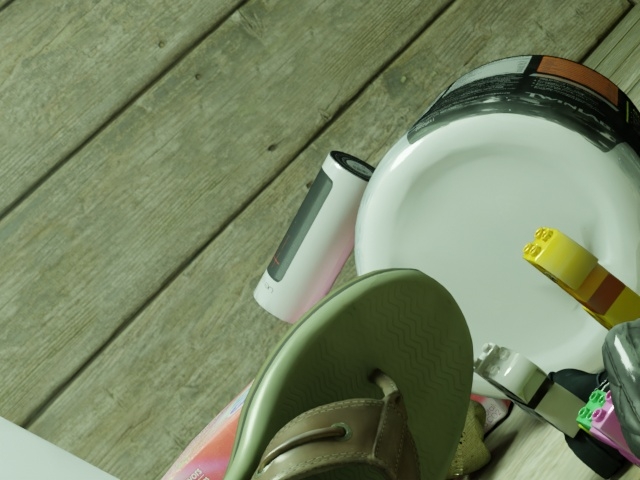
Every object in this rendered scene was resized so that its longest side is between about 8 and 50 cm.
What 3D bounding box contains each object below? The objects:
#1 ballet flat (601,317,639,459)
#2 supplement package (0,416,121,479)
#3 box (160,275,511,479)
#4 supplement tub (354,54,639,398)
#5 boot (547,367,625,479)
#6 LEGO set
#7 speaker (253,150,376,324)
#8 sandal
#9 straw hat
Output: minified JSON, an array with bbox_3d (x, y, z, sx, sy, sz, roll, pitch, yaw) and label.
[{"bbox_3d":[0.153,0.049,0.416,0.173,0.049,0.057,9,-40,-45],"label":"ballet flat"},{"bbox_3d":[-0.216,0.302,0.890,0.198,0.199,0.262,-47,-23,-52],"label":"supplement package"},{"bbox_3d":[0.010,0.158,1.099,0.300,0.154,0.142,-45,1,22],"label":"box"},{"bbox_3d":[0.154,-0.029,0.996,0.207,0.207,0.338,-46,0,20],"label":"supplement tub"},{"bbox_3d":[0.174,0.072,0.722,0.099,0.045,0.121,-48,8,10],"label":"boot"},{"bbox_3d":[0.132,0.047,0.618,0.087,0.093,0.227,-53,12,-5],"label":"LEGO set"},{"bbox_3d":[0.000,0.000,1.040,0.136,0.055,0.055,-61,-4,18],"label":"speaker"},{"bbox_3d":[-0.002,0.139,0.620,0.086,0.120,0.302,-17,31,52],"label":"sandal"},{"bbox_3d":[0.089,0.140,0.929,0.061,0.144,0.144,-5,1,0],"label":"straw hat"}]
